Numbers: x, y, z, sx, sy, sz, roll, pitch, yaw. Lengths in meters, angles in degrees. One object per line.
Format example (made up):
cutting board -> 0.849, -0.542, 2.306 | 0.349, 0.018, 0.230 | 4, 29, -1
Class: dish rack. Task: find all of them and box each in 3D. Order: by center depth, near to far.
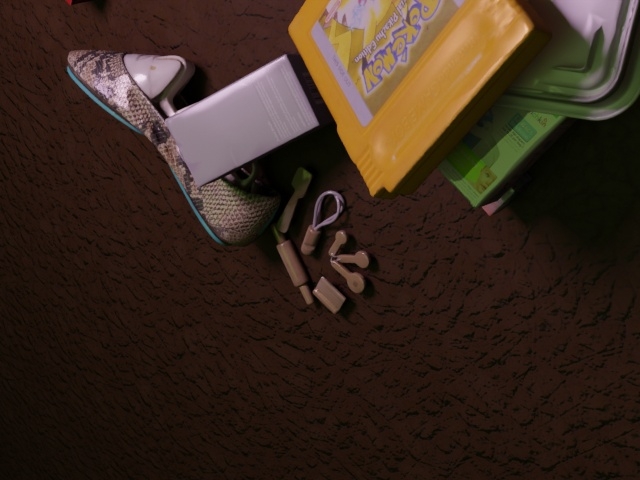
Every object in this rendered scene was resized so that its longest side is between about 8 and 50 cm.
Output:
dish rack -> 0.252, -0.318, 1.008 | 0.285, 0.072, 0.332 | 16, 98, 36

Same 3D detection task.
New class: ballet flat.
ballet flat -> -0.242, -0.210, 1.573 | 0.182, 0.164, 0.483 | -44, 83, 24

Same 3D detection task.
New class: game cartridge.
game cartridge -> 0.097, -0.249, 1.058 | 0.285, 0.053, 0.323 | -50, 48, 34

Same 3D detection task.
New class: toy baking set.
toy baking set -> -0.004, 0.003, 1.537 | 0.197, 0.030, 0.256 | -26, 93, 44

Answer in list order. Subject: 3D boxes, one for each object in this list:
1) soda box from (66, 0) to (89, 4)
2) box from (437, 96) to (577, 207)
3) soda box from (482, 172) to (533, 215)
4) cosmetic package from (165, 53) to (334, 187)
soda box -> -0.416, -0.557, 1.578 | 0.092, 0.083, 0.263 | 46, 135, 16
box -> 0.244, -0.154, 1.127 | 0.114, 0.103, 0.203 | 49, 115, 12
soda box -> 0.211, -0.126, 1.248 | 0.183, 0.058, 0.063 | 49, 136, 11
cosmetic package -> -0.112, -0.192, 1.412 | 0.238, 0.107, 0.127 | -23, 95, 22
